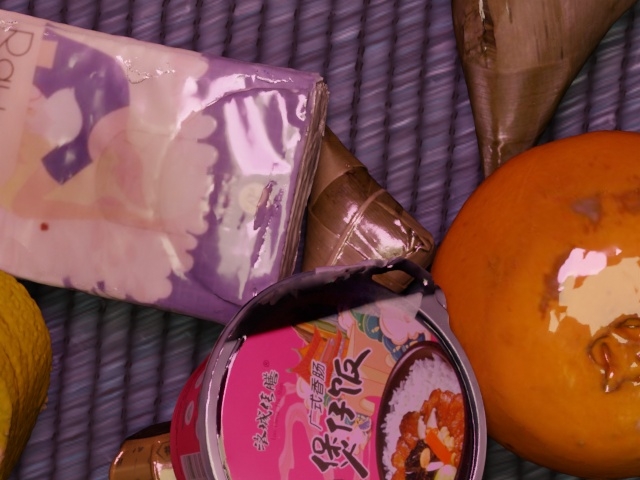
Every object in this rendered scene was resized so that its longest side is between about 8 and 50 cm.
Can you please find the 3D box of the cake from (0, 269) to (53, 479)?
[{"bbox_3d":[-0.345,0.148,1.759,0.179,0.156,0.260,16,121,7],"label":"cake"}]

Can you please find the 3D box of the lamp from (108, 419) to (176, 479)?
[{"bbox_3d":[-0.104,0.252,1.796,0.161,0.161,0.185,-17,91,-1],"label":"lamp"}]

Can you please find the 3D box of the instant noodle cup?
[{"bbox_3d":[-0.016,0.164,1.663,0.258,0.181,0.302,42,65,-14],"label":"instant noodle cup"}]

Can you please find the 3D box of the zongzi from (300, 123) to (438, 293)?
[{"bbox_3d":[0.000,0.000,1.842,0.160,0.078,0.176,-44,80,-1],"label":"zongzi"}]

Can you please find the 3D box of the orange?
[{"bbox_3d":[0.248,0.055,1.735,0.312,0.312,0.312,0,90,-1],"label":"orange"}]

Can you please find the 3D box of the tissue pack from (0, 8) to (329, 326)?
[{"bbox_3d":[-0.182,-0.062,1.797,0.343,0.125,0.242,12,91,7],"label":"tissue pack"}]

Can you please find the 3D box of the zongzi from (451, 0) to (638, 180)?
[{"bbox_3d":[0.263,-0.228,1.810,0.323,0.160,0.360,-10,96,-2],"label":"zongzi"}]
